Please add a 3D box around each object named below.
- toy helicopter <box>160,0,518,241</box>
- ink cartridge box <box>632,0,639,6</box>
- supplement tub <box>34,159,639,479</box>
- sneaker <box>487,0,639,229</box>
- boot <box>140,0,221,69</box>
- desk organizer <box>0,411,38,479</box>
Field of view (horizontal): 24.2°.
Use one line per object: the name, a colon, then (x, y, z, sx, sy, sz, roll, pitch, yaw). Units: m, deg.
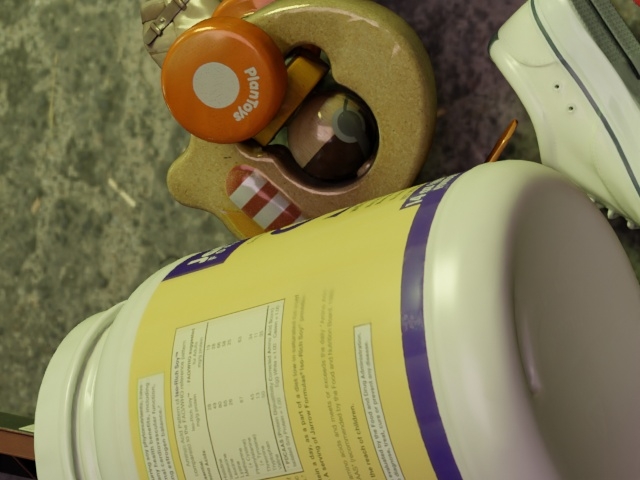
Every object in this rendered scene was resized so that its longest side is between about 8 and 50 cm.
toy helicopter: (0.000, 0.000, 1.072, 0.235, 0.140, 0.355, 14, 113, 7)
ink cartridge box: (0.362, -0.135, 0.847, 0.261, 0.066, 0.296, 35, 134, -14)
supplement tub: (0.016, 0.104, 0.902, 0.331, 0.241, 0.241, -16, 85, 32)
sneaker: (0.207, -0.057, 1.025, 0.091, 0.094, 0.258, -37, 76, 40)
boot: (-0.085, -0.169, 1.142, 0.118, 0.042, 0.087, -26, 80, 18)
desk organizer: (-0.257, 0.170, 1.208, 0.130, 0.047, 0.050, 8, 96, 20)
